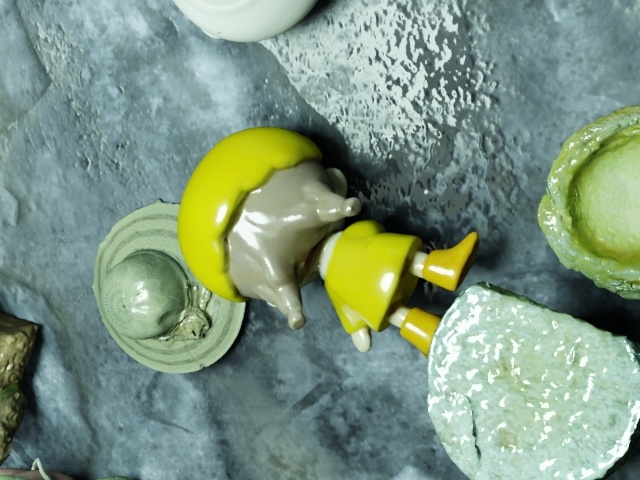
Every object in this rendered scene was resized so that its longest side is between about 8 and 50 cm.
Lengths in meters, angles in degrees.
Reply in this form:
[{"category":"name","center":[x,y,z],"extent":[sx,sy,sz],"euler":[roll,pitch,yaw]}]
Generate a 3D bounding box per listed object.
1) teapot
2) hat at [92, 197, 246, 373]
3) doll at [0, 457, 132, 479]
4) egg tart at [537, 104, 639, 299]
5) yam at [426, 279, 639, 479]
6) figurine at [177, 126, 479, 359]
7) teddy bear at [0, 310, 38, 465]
[{"category":"teapot","center":[-0.068,-0.340,0.899],"extent":[0.300,0.166,0.208],"euler":[-42,78,22]},{"category":"hat","center":[-0.233,0.075,1.100],"extent":[0.252,0.110,0.252],"euler":[4,101,20]},{"category":"doll","center":[-0.454,0.419,1.271],"extent":[0.268,0.284,0.216],"euler":[-46,49,30]},{"category":"egg tart","center":[0.326,-0.043,0.834],"extent":[0.197,0.078,0.197],"euler":[7,108,21]},{"category":"yam","center":[0.232,0.161,0.841],"extent":[0.202,0.271,0.201],"euler":[23,97,25]},{"category":"figurine","center":[0.000,0.000,0.949],"extent":[0.344,0.187,0.215],"euler":[22,91,13]},{"category":"teddy bear","center":[-0.572,0.182,1.258],"extent":[0.296,0.246,0.222],"euler":[33,88,-25]}]
